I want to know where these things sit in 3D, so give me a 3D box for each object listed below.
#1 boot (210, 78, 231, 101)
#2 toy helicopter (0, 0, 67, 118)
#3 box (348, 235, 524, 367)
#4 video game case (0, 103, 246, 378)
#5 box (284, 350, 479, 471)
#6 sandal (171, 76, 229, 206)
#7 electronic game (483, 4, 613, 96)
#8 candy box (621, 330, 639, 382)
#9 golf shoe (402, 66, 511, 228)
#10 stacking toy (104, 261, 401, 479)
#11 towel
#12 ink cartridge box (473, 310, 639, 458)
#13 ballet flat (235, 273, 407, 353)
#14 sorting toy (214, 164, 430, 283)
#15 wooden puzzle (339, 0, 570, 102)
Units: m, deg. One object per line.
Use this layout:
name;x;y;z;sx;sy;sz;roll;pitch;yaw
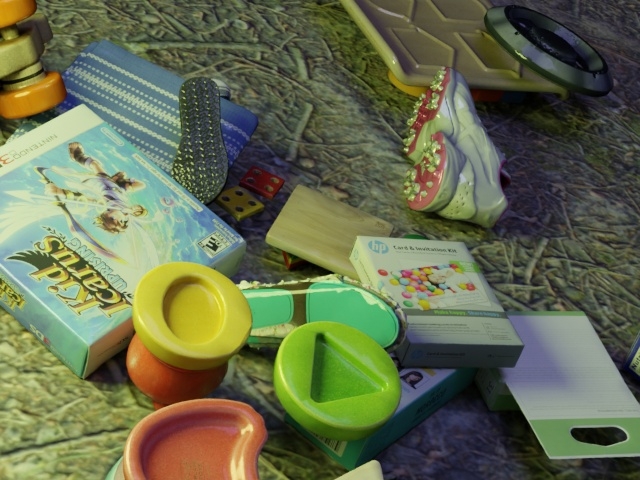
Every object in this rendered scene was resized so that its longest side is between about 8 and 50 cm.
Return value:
boot;-0.173;-0.146;1.859;0.190;0.069;0.086;-26;61;-37
toy helicopter;-0.447;-0.238;1.777;0.235;0.140;0.355;-18;23;-4
box;0.129;0.068;1.626;0.145;0.038;0.186;4;36;-24
video game case;-0.259;-0.009;1.566;0.269;0.061;0.244;39;48;18
box;0.075;0.153;1.568;0.100;0.060;0.244;36;37;22
sandal;-0.142;-0.111;1.709;0.067;0.040;0.179;1;62;-4
electronic game;0.356;-0.296;2.242;0.229;0.048;0.229;23;28;-14
candy box;0.572;0.169;1.759;0.317;0.122;0.268;41;40;25
golf shoe;0.193;-0.124;1.994;0.140;0.115;0.306;25;39;-14
stacking toy;-0.073;0.195;1.398;0.279;0.130;0.309;16;45;-14
towel;-0.242;-0.097;1.724;0.243;0.040;0.336;26;48;5
ink cartridge box;0.273;0.176;1.649;0.171;0.056;0.235;2;41;-25
ballet flat;-0.007;0.079;1.546;0.241;0.091;0.077;5;-1;27
sorting toy;0.000;0.000;1.755;0.274;0.046;0.132;24;34;3
wooden puzzle;0.183;-0.316;2.275;0.348;0.080;0.322;4;38;-32
